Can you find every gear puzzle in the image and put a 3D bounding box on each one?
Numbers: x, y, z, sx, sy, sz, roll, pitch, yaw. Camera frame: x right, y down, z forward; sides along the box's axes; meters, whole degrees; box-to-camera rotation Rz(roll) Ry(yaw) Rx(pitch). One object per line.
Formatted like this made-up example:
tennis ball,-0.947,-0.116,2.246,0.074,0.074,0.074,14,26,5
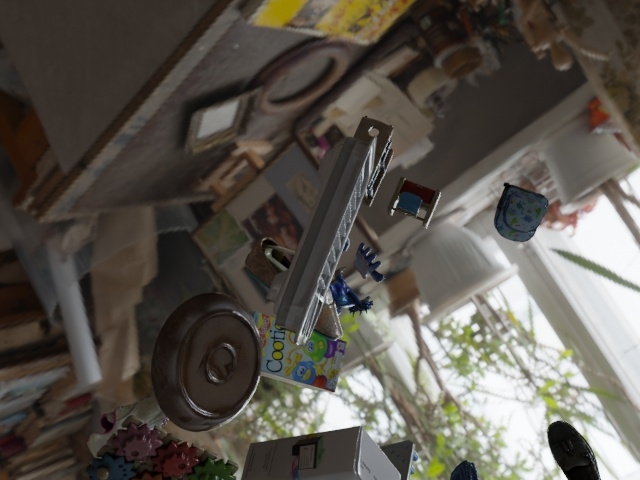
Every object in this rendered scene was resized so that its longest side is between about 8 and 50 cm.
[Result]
gear puzzle,-0.248,0.445,1.494,0.338,0.044,0.175,33,109,-26

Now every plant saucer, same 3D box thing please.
plant saucer,-0.234,0.271,1.835,0.050,0.311,0.310,2,-166,44

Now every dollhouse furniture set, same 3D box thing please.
dollhouse furniture set,0.144,-0.130,1.591,0.129,0.183,0.129,74,39,-73

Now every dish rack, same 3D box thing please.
dish rack,0.000,0.000,1.318,0.285,0.072,0.333,72,40,-81

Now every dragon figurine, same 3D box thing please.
dragon figurine,0.038,0.160,2.248,0.085,0.144,0.289,-33,169,32

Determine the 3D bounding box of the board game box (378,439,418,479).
board game box,0.048,0.695,2.043,0.389,0.050,0.390,-22,-151,29

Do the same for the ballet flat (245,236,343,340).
ballet flat,-0.052,0.092,1.807,0.107,0.316,0.106,6,116,-53

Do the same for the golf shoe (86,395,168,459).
golf shoe,-0.457,0.441,2.065,0.115,0.140,0.306,-50,-178,39

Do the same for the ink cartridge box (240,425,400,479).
ink cartridge box,0.004,0.507,1.746,0.278,0.201,0.117,-16,-141,26

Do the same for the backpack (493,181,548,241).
backpack,0.437,-0.055,1.828,0.084,0.104,0.114,-73,-178,-77

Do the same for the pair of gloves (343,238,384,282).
pair of gloves,0.067,0.013,1.779,0.023,0.198,0.159,-34,171,-15

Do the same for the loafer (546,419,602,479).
loafer,0.639,0.566,2.028,0.096,0.268,0.084,-26,162,8

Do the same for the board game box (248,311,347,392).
board game box,-0.094,0.294,2.179,0.275,0.142,0.144,21,165,-24

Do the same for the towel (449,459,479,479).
towel,0.212,0.385,1.197,0.029,0.120,0.067,5,140,-16
